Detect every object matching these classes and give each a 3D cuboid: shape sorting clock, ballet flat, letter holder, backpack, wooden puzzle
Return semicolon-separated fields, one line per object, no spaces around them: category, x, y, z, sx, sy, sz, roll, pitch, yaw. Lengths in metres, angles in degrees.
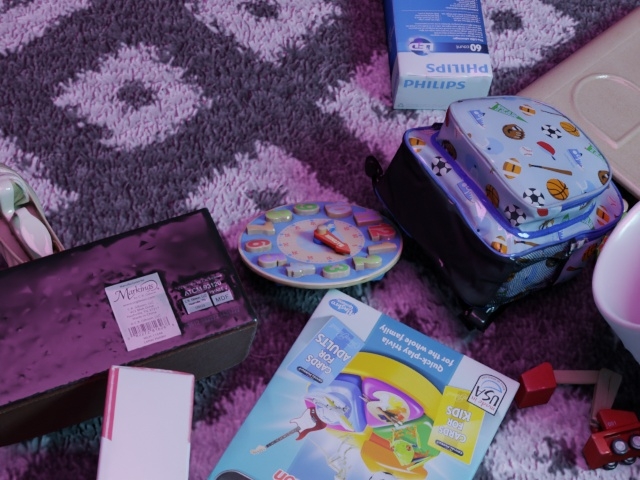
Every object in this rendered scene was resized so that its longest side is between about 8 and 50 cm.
shape sorting clock;0.000;0.000;1.526;0.206;0.040;0.206;3;29;-2
ballet flat;-0.376;-0.030;1.516;0.086;0.086;0.248;-27;63;-22
letter holder;-0.246;0.117;1.361;0.302;0.214;0.152;-18;67;-19
backpack;0.238;-0.057;1.525;0.263;0.213;0.276;-9;57;-42
wooden puzzle;0.494;-0.166;1.716;0.322;0.080;0.348;-36;62;-26

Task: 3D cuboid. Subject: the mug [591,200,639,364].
mug;0.538;0.068;1.389;0.328;0.276;0.374;48;71;-23

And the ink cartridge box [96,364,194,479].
ink cartridge box;-0.185;0.250;1.268;0.092;0.218;0.158;6;56;-9

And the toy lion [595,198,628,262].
toy lion;0.396;0.006;1.614;0.096;0.034;0.100;-39;68;-19

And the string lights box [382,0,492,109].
string lights box;0.164;-0.311;1.769;0.133;0.077;0.259;1;56;-5

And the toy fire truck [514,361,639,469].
toy fire truck;0.343;0.201;1.465;0.192;0.047;0.135;-11;57;-15

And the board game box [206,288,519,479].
board game box;0.040;0.247;1.380;0.254;0.079;0.336;26;57;11
